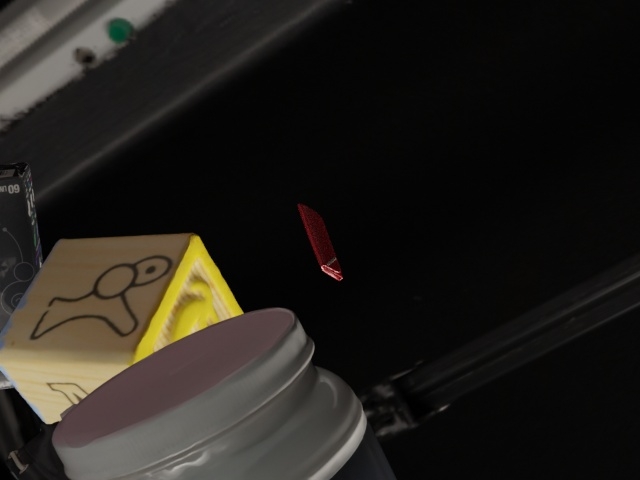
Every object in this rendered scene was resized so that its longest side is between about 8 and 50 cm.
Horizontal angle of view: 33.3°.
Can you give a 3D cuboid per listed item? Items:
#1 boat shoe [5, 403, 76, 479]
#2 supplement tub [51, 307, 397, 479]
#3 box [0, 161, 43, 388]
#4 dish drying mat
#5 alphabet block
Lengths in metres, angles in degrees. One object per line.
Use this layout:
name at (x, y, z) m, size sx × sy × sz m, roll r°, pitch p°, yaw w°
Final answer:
boat shoe at (-0.195, 0.254, 0.929) m, size 0.302 × 0.091 × 0.114 m, roll 33°, pitch -27°, yaw 59°
supplement tub at (-0.033, 0.201, 0.682) m, size 0.191 × 0.191 × 0.272 m, roll -21°, pitch -79°, yaw 28°
box at (-0.441, 0.047, 1.373) m, size 0.165 × 0.143 × 0.270 m, roll -7°, pitch -77°, yaw -10°
dish drying mat at (0.000, 0.000, 0.997) m, size 0.008 × 0.032 × 0.083 m, roll -40°, pitch -136°, yaw 22°
alphabet block at (-0.221, 0.121, 1.243) m, size 0.197 × 0.192 × 0.193 m, roll -2°, pitch -43°, yaw 27°
